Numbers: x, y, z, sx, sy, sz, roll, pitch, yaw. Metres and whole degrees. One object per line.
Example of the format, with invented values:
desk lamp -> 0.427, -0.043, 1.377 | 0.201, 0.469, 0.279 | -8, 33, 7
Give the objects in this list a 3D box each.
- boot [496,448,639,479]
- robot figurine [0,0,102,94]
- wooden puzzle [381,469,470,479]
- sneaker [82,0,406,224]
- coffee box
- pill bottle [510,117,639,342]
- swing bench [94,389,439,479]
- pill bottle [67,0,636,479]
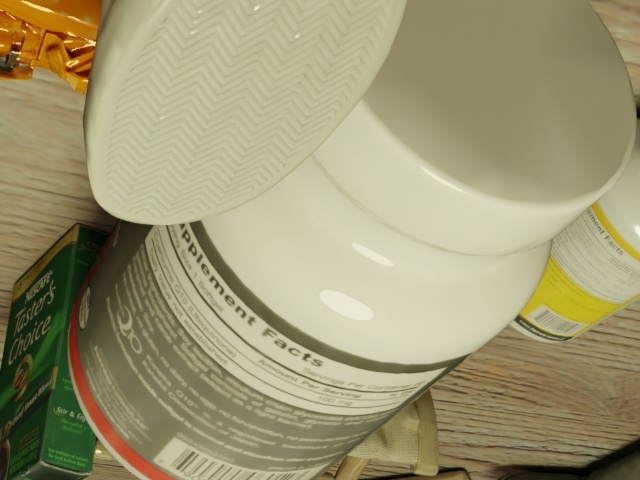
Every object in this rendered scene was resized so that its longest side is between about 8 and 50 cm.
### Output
boot -> 0.303, 0.247, 1.217 | 0.189, 0.076, 0.208 | 2, 158, -34
robot figurine -> -0.206, -0.155, 0.528 | 0.291, 0.085, 0.211 | 11, 145, -20
wooden puzzle -> 0.080, 0.331, 1.373 | 0.221, 0.044, 0.239 | -10, 148, 13
sneaker -> -0.032, -0.155, 0.455 | 0.108, 0.169, 0.292 | 2, 136, -31
coffee box -> -0.192, 0.092, 0.839 | 0.040, 0.184, 0.113 | 22, 143, -29
pill bottle -> 0.190, -0.014, 0.759 | 0.103, 0.103, 0.184 | 16, 144, -26
swing bench -> -0.081, 0.142, 0.953 | 0.253, 0.165, 0.255 | 15, 139, -24
pill bottle -> 0.000, 0.000, 0.672 | 0.210, 0.210, 0.363 | 13, 145, -22
